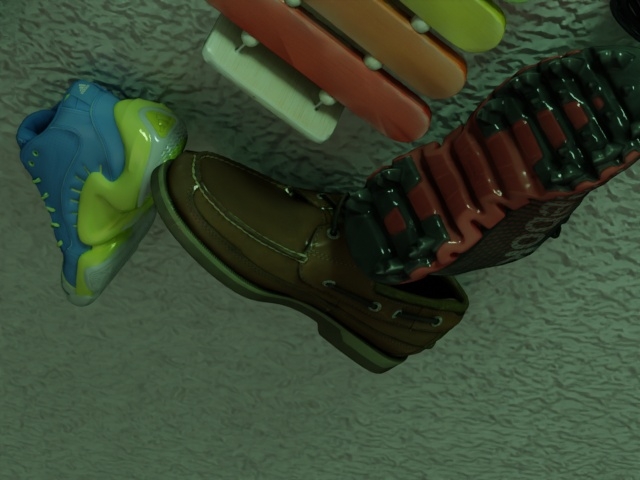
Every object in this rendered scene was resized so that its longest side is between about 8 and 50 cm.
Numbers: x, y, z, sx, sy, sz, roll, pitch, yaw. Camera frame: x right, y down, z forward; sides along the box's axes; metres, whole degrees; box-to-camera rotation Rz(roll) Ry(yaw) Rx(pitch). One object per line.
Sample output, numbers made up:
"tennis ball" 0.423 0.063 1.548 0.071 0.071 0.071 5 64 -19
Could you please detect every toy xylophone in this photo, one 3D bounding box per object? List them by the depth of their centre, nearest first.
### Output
"toy xylophone" 0.033 -0.201 0.914 0.236 0.081 0.322 30 139 -14

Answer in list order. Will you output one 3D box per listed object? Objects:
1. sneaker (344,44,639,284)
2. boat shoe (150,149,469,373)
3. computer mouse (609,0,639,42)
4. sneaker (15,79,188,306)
"sneaker" 0.150 -0.053 1.021 0.276 0.097 0.135 -32 160 33
"boat shoe" 0.000 0.000 1.140 0.104 0.111 0.307 -31 137 28
"computer mouse" 0.317 -0.157 0.886 0.184 0.060 0.262 39 147 -30
"sneaker" -0.199 -0.048 1.185 0.126 0.091 0.240 33 132 -1
